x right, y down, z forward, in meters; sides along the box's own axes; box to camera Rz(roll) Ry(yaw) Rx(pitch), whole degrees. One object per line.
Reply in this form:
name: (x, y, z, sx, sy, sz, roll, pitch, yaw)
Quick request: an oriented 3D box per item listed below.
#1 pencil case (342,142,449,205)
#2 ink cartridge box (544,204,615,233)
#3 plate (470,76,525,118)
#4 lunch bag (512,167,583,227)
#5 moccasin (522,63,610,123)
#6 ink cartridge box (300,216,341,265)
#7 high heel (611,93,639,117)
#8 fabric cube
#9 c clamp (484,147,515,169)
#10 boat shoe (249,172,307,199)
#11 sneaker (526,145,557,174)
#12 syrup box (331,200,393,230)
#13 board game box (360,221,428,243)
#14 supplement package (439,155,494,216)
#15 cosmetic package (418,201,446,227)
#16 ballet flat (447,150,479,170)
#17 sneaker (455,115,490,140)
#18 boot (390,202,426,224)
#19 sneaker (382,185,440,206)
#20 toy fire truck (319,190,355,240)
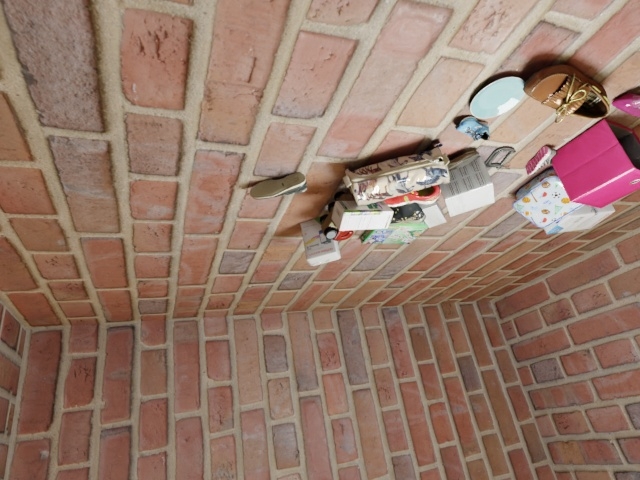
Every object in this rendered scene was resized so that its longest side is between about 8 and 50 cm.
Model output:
pencil case: (0.300, -0.257, 1.608, 0.411, 0.159, 0.183, -14, 157, 6)
ink cartridge box: (1.333, -0.174, 2.133, 0.271, 0.197, 0.198, -6, 154, -10)
plate: (0.610, -0.496, 1.393, 0.189, 0.024, 0.188, -8, 154, -4)
lunch bag: (1.121, -0.200, 1.974, 0.243, 0.114, 0.303, 35, 147, -2)
moccasin: (0.837, -0.483, 1.359, 0.381, 0.146, 0.139, 7, 146, -32)
ink cartridge box: (0.000, 0.000, 1.963, 0.155, 0.212, 0.093, -16, 154, 12)
high heel: (1.222, -0.512, 1.567, 0.117, 0.082, 0.244, 9, -171, 43)
fabric cube: (1.206, -0.316, 1.721, 0.254, 0.258, 0.258, 4, 151, -31)
c clamp: (0.792, -0.357, 1.758, 0.138, 0.022, 0.160, -4, 156, -2)
boat shoe: (-0.168, -0.204, 1.629, 0.233, 0.083, 0.079, -14, 154, 1)
sneaker: (0.986, -0.350, 1.792, 0.075, 0.063, 0.170, 0, 148, -9)
syrup box: (0.177, -0.108, 1.700, 0.237, 0.093, 0.096, -4, 129, -23)
board game box: (0.405, -0.047, 2.217, 0.318, 0.046, 0.213, 1, 151, -23)
supplement package: (0.645, -0.235, 1.798, 0.203, 0.149, 0.194, -19, 153, 17)
cosmetic package: (0.566, -0.144, 2.059, 0.099, 0.060, 0.239, -18, 153, 23)
ballet flat: (0.541, -0.321, 1.701, 0.250, 0.058, 0.084, -25, 163, 21)
sneaker: (0.574, -0.410, 1.498, 0.162, 0.073, 0.063, 2, 152, -25)
boot: (0.372, -0.161, 1.937, 0.237, 0.085, 0.178, 0, 142, 30)
sneaker: (0.378, -0.215, 1.748, 0.280, 0.107, 0.118, -4, 166, 6)
toy fire truck: (0.145, -0.106, 1.867, 0.247, 0.158, 0.217, 13, 128, -28)
